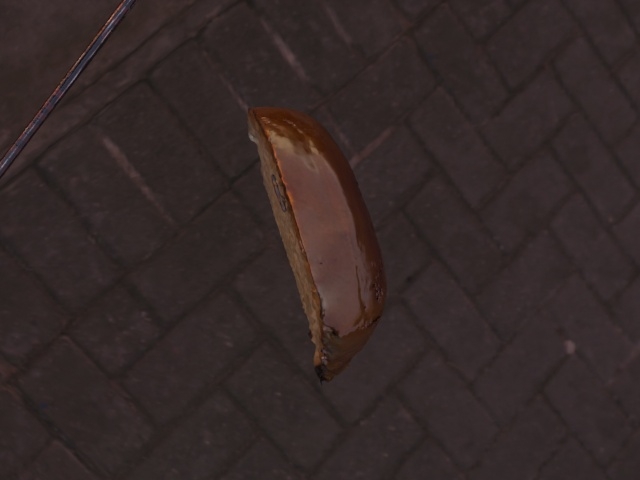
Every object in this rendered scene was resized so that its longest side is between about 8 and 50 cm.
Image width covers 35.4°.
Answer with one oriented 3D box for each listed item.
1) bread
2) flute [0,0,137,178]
[{"bbox_3d":[0.000,0.000,0.495,0.044,0.126,0.129,-18,68,-9],"label":"bread"},{"bbox_3d":[-0.261,-0.141,0.988,0.014,0.014,0.269,38,85,-20],"label":"flute"}]
